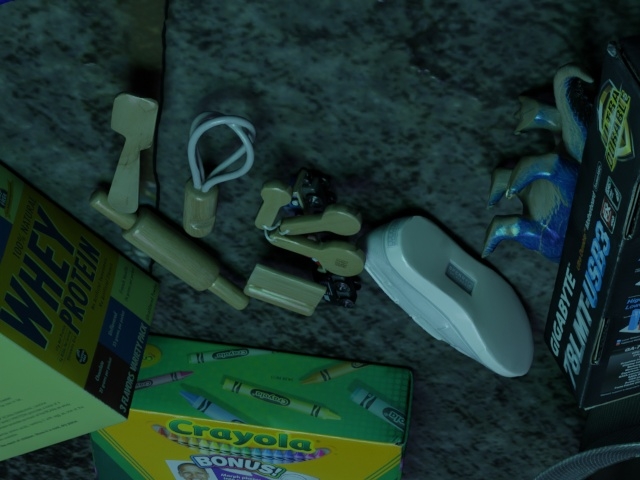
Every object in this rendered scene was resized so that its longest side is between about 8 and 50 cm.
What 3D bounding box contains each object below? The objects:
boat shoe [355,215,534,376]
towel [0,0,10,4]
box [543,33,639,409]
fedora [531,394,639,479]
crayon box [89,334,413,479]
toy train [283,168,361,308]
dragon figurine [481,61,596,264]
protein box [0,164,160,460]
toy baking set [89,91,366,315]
[{"bbox_3d":[0.097,0.049,1.247,0.063,0.066,0.184,-10,143,45],"label":"boat shoe"},{"bbox_3d":[-0.160,-0.244,0.906,0.308,0.076,0.227,-16,137,30],"label":"towel"},{"bbox_3d":[0.303,-0.032,0.997,0.295,0.073,0.293,-14,143,-11],"label":"box"},{"bbox_3d":[0.309,0.187,1.324,0.275,0.124,0.244,23,142,-14],"label":"fedora"},{"bbox_3d":[-0.063,0.173,1.425,0.278,0.081,0.165,7,143,3],"label":"crayon box"},{"bbox_3d":[0.000,0.000,1.233,0.036,0.027,0.158,7,144,20],"label":"toy train"},{"bbox_3d":[0.196,-0.036,1.092,0.144,0.085,0.289,11,144,-1],"label":"dragon figurine"},{"bbox_3d":[-0.278,0.064,1.285,0.200,0.136,0.201,-21,134,35],"label":"protein box"},{"bbox_3d":[-0.077,-0.026,1.197,0.256,0.030,0.197,35,141,-25],"label":"toy baking set"}]
